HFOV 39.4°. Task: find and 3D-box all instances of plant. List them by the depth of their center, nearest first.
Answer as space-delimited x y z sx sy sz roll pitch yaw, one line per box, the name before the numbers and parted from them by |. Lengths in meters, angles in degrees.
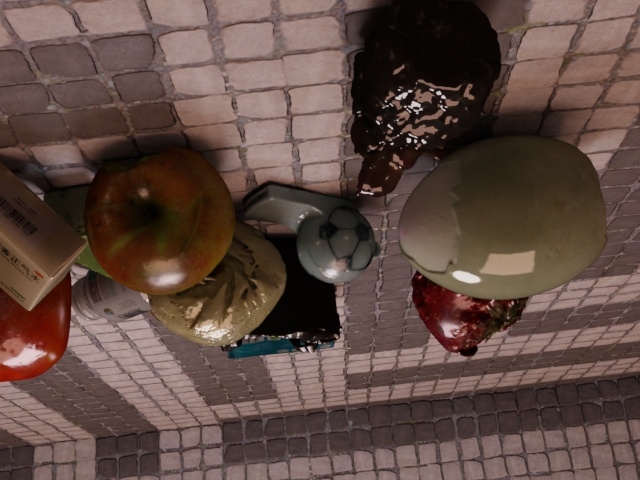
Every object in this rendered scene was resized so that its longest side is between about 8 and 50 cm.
plant | 0.129 -0.199 1.176 0.178 0.204 0.234 7 145 -8

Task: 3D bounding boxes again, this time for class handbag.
handbag | -0.109 0.108 1.777 0.285 0.257 0.113 2 138 -17

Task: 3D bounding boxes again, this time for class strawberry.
strawberry | 0.323 0.106 1.973 0.274 0.220 0.274 -30 144 -25

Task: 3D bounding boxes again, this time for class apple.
apple | -0.262 -0.035 1.467 0.246 0.246 0.226 -6 173 -2

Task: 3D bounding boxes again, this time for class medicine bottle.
medicine bottle | -0.402 0.092 1.807 0.215 0.135 0.135 -20 154 31

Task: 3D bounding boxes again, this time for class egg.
egg | 0.295 -0.036 1.504 0.336 0.278 0.278 -11 158 3

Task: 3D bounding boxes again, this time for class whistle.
whistle | 0.000 0.000 1.670 0.289 0.163 0.163 10 153 -36

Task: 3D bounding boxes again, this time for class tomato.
tomato | -0.616 0.119 1.638 0.325 0.293 0.290 -12 172 -1

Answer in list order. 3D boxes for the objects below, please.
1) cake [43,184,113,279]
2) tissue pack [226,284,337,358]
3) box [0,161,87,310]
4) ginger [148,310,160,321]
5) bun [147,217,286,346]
cake | -0.423 -0.005 1.609 0.099 0.100 0.235 -5 158 0
tissue pack | -0.096 0.189 2.134 0.271 0.134 0.192 -5 159 -5
box | -0.497 -0.011 1.434 0.212 0.095 0.168 43 141 -5
ginger | -0.320 0.128 1.968 0.157 0.102 0.216 35 147 -20
bun | -0.199 0.060 1.630 0.259 0.259 0.152 -6 159 0
